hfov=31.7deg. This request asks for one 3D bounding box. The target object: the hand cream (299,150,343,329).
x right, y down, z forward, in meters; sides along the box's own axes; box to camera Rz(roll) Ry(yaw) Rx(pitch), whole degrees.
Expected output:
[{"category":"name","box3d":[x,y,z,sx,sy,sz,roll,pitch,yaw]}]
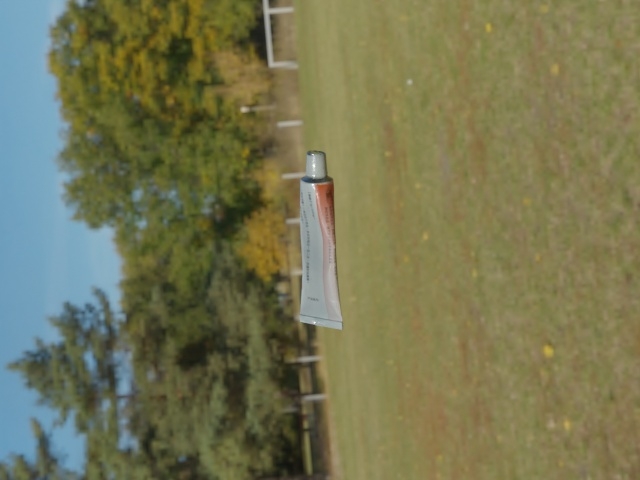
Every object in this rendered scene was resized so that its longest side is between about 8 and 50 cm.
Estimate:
[{"category":"hand cream","box3d":[0.000,0.001,1.323,0.052,0.038,0.216,29,126,55]}]
